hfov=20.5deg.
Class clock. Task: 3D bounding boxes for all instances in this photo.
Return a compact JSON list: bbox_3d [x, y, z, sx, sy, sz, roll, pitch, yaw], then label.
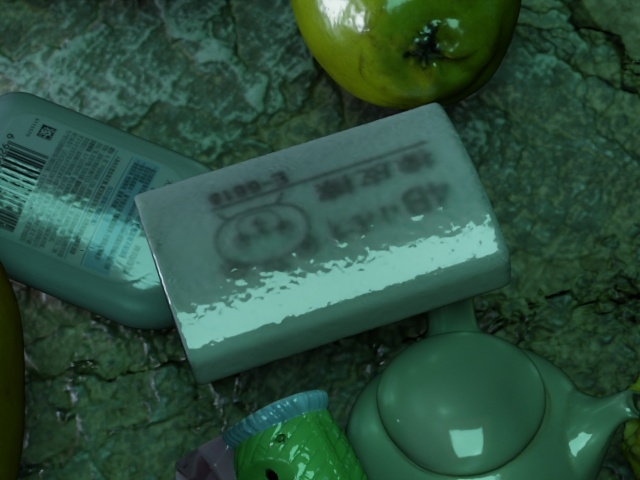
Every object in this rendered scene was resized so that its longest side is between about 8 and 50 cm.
[{"bbox_3d":[-0.026,0.236,1.414,0.100,0.194,0.195,-10,74,-38],"label":"clock"}]

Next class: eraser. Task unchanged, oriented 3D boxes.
[{"bbox_3d":[0.000,0.000,1.444,0.270,0.094,0.174,-17,56,-7],"label":"eraser"}]

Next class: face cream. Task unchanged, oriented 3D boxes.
[{"bbox_3d":[-0.158,-0.007,1.543,0.337,0.080,0.163,21,74,7],"label":"face cream"}]

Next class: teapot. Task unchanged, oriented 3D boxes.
[{"bbox_3d":[0.101,0.121,1.469,0.220,0.149,0.318,-24,47,-17],"label":"teapot"}]

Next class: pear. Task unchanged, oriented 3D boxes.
[{"bbox_3d":[0.073,-0.229,1.545,0.212,0.212,0.269,-9,38,-2],"label":"pear"}]

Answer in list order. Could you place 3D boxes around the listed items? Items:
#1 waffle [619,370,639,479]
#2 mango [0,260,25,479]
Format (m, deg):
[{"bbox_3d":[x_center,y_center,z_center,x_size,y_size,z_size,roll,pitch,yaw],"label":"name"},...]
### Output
[{"bbox_3d":[0.328,0.178,1.453,0.249,0.056,0.253,-21,46,3],"label":"waffle"},{"bbox_3d":[-0.388,0.148,1.419,0.300,0.232,0.445,3,68,8],"label":"mango"}]
